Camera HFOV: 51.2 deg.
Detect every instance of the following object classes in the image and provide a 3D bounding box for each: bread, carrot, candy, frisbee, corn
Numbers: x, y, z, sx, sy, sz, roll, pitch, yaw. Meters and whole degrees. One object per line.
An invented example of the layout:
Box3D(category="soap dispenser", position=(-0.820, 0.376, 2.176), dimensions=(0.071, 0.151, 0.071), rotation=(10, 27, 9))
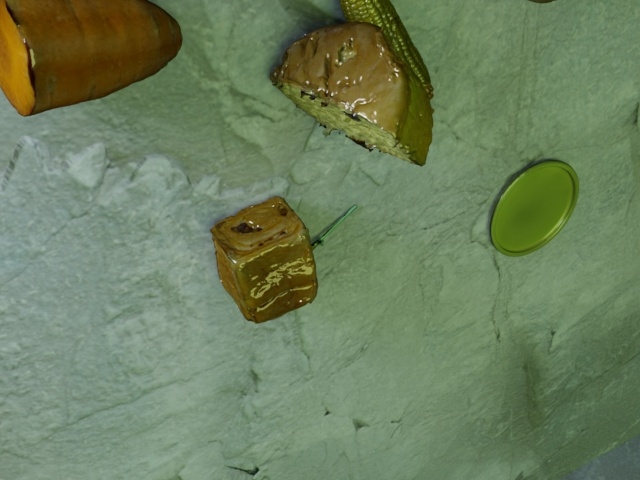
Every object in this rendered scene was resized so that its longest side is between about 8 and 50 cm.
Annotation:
Box3D(category="bread", position=(-0.094, 0.032, 1.098), dimensions=(0.149, 0.158, 0.143), rotation=(-20, 130, -12))
Box3D(category="carrot", position=(-0.278, -0.250, 0.815), dimensions=(0.225, 0.159, 0.159), rotation=(-20, 129, -30))
Box3D(category="bread", position=(0.060, -0.221, 0.956), dimensions=(0.160, 0.260, 0.147), rotation=(32, 88, -46))
Box3D(category="candy", position=(0.000, 0.000, 1.211), dimensions=(0.185, 0.049, 0.055), rotation=(-43, 162, -5))
Box3D(category="frisbee", position=(0.458, -0.067, 1.435), dimensions=(0.236, 0.017, 0.236), rotation=(-15, 128, -21))
Box3D(category="corn", position=(0.101, -0.303, 1.026), dimensions=(0.080, 0.080, 0.231), rotation=(-40, 132, 0))

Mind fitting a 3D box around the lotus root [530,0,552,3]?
Box3D(category="lotus root", position=(0.320, -0.473, 0.995), dimensions=(0.284, 0.146, 0.160), rotation=(34, 83, -38))
